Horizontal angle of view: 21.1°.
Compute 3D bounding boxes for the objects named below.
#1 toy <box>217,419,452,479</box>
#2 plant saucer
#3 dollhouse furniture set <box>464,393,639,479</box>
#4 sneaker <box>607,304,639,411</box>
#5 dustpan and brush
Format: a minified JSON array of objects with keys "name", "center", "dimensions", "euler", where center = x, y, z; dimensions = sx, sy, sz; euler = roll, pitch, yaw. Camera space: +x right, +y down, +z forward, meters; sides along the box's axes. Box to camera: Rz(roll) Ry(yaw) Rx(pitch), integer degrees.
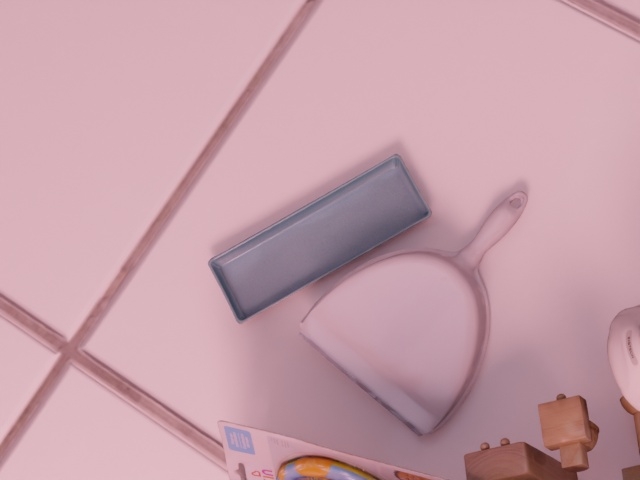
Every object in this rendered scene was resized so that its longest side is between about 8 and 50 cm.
[{"name":"toy","center":[0.031,0.221,1.333],"dimensions":[0.237,0.137,0.056],"euler":[10,51,15]},{"name":"plant saucer","center":[0.000,0.000,1.478],"dimensions":[0.192,0.018,0.067],"euler":[-30,68,5]},{"name":"dollhouse furniture set","center":[0.203,0.130,1.333],"dimensions":[0.151,0.144,0.123],"euler":[-16,64,24]},{"name":"sneaker","center":[0.362,0.069,1.262],"dimensions":[0.292,0.118,0.110],"euler":[-5,66,-23]},{"name":"dustpan and brush","center":[0.102,0.039,1.426],"dimensions":[0.147,0.060,0.211],"euler":[39,92,11]}]
